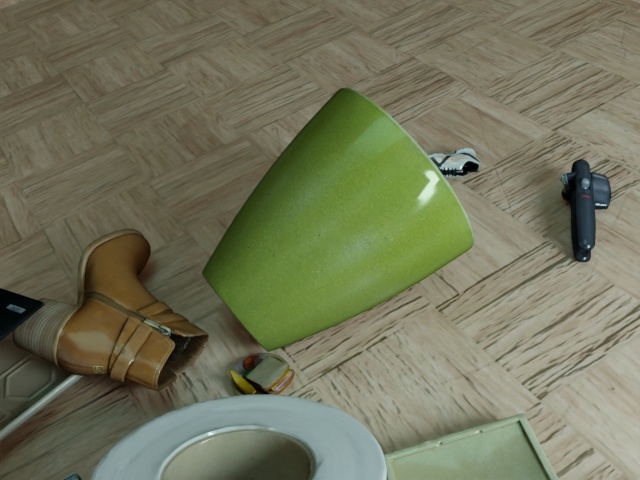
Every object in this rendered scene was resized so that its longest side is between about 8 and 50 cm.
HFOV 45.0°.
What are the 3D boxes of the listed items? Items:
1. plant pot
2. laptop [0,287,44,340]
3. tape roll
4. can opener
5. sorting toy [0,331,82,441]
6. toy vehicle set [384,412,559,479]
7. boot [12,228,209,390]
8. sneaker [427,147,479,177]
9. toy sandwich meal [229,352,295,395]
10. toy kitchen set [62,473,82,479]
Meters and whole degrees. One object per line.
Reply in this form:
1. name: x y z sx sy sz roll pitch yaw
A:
1. plant pot: 0.000 0.000 1.017 0.293 0.275 0.275 -40 44 -5
2. laptop: -0.503 0.188 1.000 0.234 0.265 0.136 11 4 33
3. tape roll: -0.075 0.260 0.746 0.286 0.100 0.286 -3 17 1
4. can opener: 0.373 -0.047 1.093 0.073 0.059 0.186 3 42 18
5. sorting toy: -0.442 0.205 1.047 0.208 0.038 0.193 22 51 41
6. toy vehicle set: 0.173 0.302 0.750 0.165 0.035 0.267 -15 39 -2
7. boot: -0.252 0.091 1.076 0.220 0.109 0.283 14 28 15
8. sneaker: 0.204 -0.118 1.241 0.109 0.040 0.044 -18 41 -5
9. toy sandwich meal: -0.077 0.169 0.985 0.085 0.029 0.086 -8 40 7
10. toy kitchen set: -0.346 0.301 0.831 0.207 0.122 0.166 -25 41 -14
